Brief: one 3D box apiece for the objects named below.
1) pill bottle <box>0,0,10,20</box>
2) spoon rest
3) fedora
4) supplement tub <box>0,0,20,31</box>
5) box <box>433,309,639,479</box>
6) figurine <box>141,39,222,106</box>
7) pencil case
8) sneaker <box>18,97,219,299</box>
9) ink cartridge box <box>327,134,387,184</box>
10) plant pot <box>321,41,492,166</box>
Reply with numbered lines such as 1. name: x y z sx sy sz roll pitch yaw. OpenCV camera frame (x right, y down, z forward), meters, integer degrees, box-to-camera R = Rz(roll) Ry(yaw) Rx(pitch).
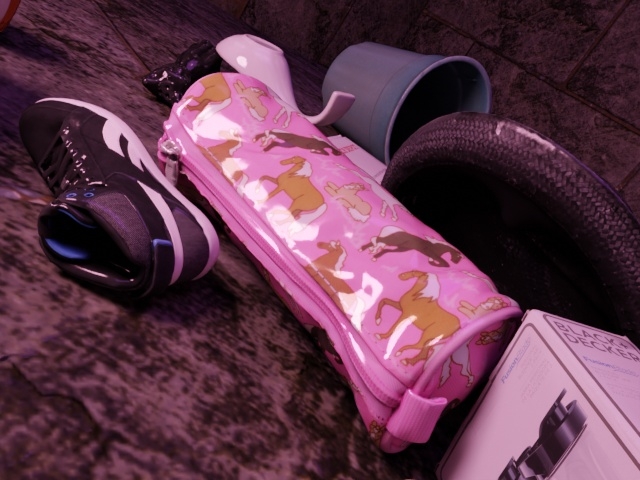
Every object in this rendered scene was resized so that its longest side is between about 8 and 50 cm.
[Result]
1. pill bottle: -0.369 -0.207 0.379 0.176 0.176 0.318 33 19 -4
2. spoon rest: -0.069 -0.268 0.944 0.276 0.084 0.137 39 27 29
3. fedora: 0.209 0.023 0.541 0.152 0.334 0.334 -28 57 -30
4. supplement tub: -0.446 -0.329 0.639 0.190 0.117 0.117 24 21 -26
5. box: 0.170 0.189 0.301 0.087 0.169 0.290 15 22 -14
6. figurine: -0.165 -0.229 0.926 0.215 0.092 0.209 32 27 -8
7. pencil case: 0.000 0.000 0.517 0.386 0.167 0.160 45 -18 28
8. sneaker: -0.185 -0.044 0.434 0.217 0.079 0.121 39 18 11
9. ink cartridge box: 0.089 -0.017 0.760 0.273 0.115 0.198 36 19 5
10. plant pot: 0.195 -0.343 1.444 0.341 0.341 0.334 15 18 -44
